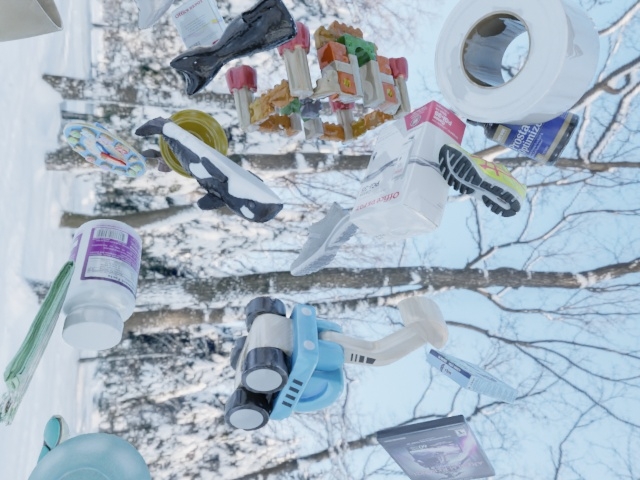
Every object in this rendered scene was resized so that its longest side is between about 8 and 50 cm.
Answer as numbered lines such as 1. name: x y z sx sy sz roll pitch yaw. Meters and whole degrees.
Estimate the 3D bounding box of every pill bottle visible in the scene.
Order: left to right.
1. pill bottle: -0.538 0.107 1.192 0.169 0.169 0.302 113 -25 -45
2. pill bottle: 0.452 -0.268 1.101 0.219 0.123 0.123 28 -51 15

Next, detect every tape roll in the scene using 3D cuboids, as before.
1. tape roll: 0.360 -0.340 0.900 0.246 0.169 0.247 10 -76 44

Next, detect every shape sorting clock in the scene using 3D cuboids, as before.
1. shape sorting clock: -0.528 -0.216 1.192 0.206 0.206 0.040 134 -26 -60

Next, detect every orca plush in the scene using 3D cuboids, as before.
1. orca plush: -0.202 -0.102 0.842 0.102 0.287 0.151 -57 -179 11

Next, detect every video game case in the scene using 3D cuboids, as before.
1. video game case: 0.268 0.488 1.107 0.274 0.195 0.026 57 23 -35

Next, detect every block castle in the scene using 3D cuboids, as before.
1. block castle: 0.008 -0.417 1.294 0.302 0.452 0.213 -17 -100 47

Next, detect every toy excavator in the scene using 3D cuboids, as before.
1. toy excavator: 0.028 0.277 1.187 0.222 0.444 0.433 -99 -152 -53

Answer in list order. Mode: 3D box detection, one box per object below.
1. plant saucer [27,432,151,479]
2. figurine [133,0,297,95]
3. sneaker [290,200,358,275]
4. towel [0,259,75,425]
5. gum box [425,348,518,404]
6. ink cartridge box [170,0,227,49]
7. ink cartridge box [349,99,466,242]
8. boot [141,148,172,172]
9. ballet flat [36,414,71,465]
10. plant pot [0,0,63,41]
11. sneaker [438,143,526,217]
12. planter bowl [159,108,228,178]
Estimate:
1. plant saucer: -0.357 0.395 0.732 0.037 0.194 0.195 112 -29 -70
2. figurine: -0.168 -0.350 0.735 0.092 0.209 0.215 55 0 38
3. sneaker: 0.000 0.000 1.490 0.281 0.105 0.115 -45 -117 22
4. towel: -0.574 0.213 0.969 0.325 0.038 0.248 -45 -151 44
5. gum box: 0.390 0.350 1.255 0.041 0.184 0.157 -65 -152 1
6. ink cartridge box: -0.345 -0.620 1.447 0.175 0.127 0.072 65 16 -5
7. ink cartridge box: 0.205 -0.155 1.146 0.207 0.117 0.283 -17 -132 57
8. boot: -0.564 -0.271 1.682 0.114 0.106 0.037 127 -44 -60
9. ballet flat: -0.573 0.437 1.054 0.057 0.052 0.168 35 -70 23
10. plant pot: -0.742 -0.521 1.012 0.256 0.273 0.257 156 -90 -83
11. sneaker: 0.341 -0.136 1.021 0.208 0.094 0.082 43 -36 14
12. planter bowl: -0.416 -0.304 1.561 0.090 0.217 0.218 4 -85 60
